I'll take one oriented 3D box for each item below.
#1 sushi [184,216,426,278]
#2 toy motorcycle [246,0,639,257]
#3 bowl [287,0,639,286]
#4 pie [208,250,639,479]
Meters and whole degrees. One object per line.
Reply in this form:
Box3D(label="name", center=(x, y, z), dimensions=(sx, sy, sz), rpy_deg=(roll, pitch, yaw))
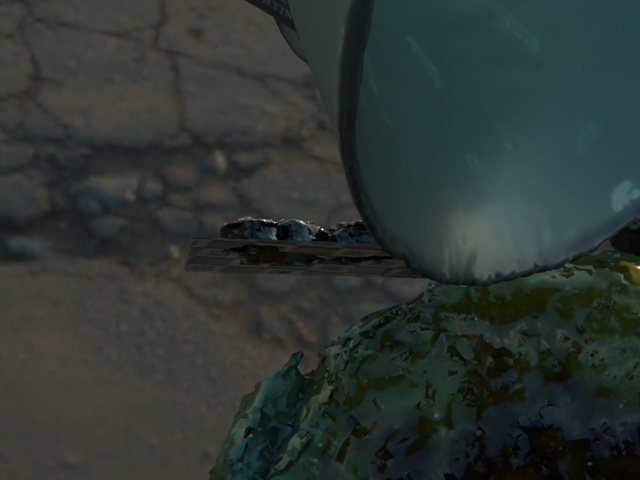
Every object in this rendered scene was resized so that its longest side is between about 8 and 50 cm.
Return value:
Box3D(label="sushi", center=(0.000, 0.000, 1.263), dimensions=(0.201, 0.139, 0.031), rpy_deg=(2, 78, -8))
Box3D(label="toy motorcycle", center=(0.100, -0.109, 0.818), dimensions=(0.325, 0.221, 0.148), rpy_deg=(33, 50, 16))
Box3D(label="bowl", center=(0.086, -0.162, 0.532), dimensions=(0.337, 0.337, 0.157), rpy_deg=(-21, 53, -41))
Box3D(label="pie", center=(0.110, 0.148, 0.669), dimensions=(0.354, 0.103, 0.288), rpy_deg=(-16, 58, -9))
